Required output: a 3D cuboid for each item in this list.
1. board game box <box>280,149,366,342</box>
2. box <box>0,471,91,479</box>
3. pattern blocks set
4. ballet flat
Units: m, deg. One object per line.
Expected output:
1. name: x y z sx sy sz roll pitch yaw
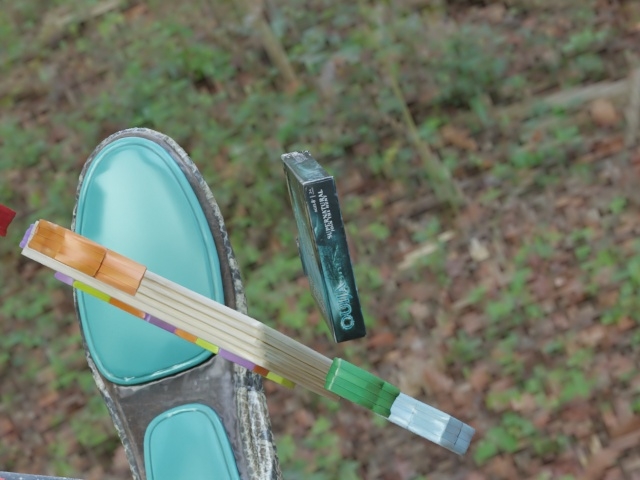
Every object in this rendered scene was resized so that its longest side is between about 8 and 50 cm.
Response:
1. board game box: 0.000 0.000 1.345 0.026 0.126 0.186 -13 10 -4
2. box: -0.135 0.233 1.113 0.233 0.044 0.159 7 42 -12
3. pattern blocks set: -0.078 0.043 0.984 0.324 0.285 0.026 21 84 38
4. ballet flat: -0.118 0.140 1.584 0.164 0.483 0.182 -17 -9 12
